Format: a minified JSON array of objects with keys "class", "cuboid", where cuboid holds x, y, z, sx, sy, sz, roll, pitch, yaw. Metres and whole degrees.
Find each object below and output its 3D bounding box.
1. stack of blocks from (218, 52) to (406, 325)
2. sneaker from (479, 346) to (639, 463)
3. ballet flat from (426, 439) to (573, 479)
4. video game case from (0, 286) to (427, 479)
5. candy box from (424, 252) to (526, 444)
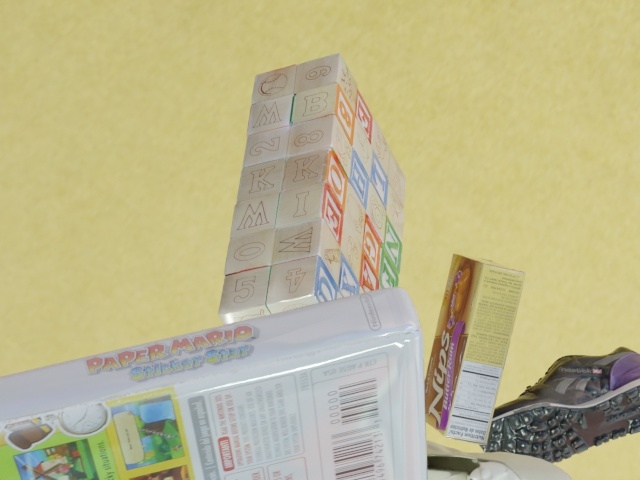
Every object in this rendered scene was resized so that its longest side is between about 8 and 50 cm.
[{"class":"stack of blocks","cuboid":[0.000,0.000,1.369,0.087,0.297,0.171,-13,133,19]},{"class":"sneaker","cuboid":[0.331,0.222,2.126,0.283,0.124,0.107,-11,124,-15]},{"class":"ballet flat","cuboid":[0.170,0.281,1.783,0.248,0.086,0.086,3,128,39]},{"class":"video game case","cuboid":[-0.062,0.119,0.565,0.206,0.026,0.227,-13,137,-7]},{"class":"candy box","cuboid":[0.158,0.113,1.651,0.053,0.109,0.186,13,93,-13]}]
